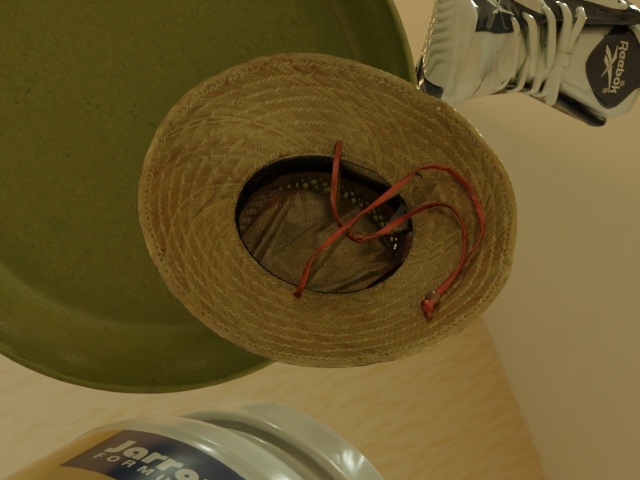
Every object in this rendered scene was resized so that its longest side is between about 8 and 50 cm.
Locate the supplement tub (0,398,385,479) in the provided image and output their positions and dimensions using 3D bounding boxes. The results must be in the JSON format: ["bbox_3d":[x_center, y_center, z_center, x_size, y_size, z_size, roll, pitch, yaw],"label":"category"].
[{"bbox_3d":[-0.106,0.216,0.603,0.228,0.316,0.228,11,-69,31],"label":"supplement tub"}]

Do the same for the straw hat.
[{"bbox_3d":[0.000,0.000,0.519,0.144,0.144,0.061,53,-22,18],"label":"straw hat"}]

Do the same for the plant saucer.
[{"bbox_3d":[-0.078,-0.053,0.577,0.037,0.240,0.241,-91,171,-79],"label":"plant saucer"}]

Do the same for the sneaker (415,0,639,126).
[{"bbox_3d":[0.148,-0.125,0.857,0.153,0.235,0.094,19,-71,7],"label":"sneaker"}]
